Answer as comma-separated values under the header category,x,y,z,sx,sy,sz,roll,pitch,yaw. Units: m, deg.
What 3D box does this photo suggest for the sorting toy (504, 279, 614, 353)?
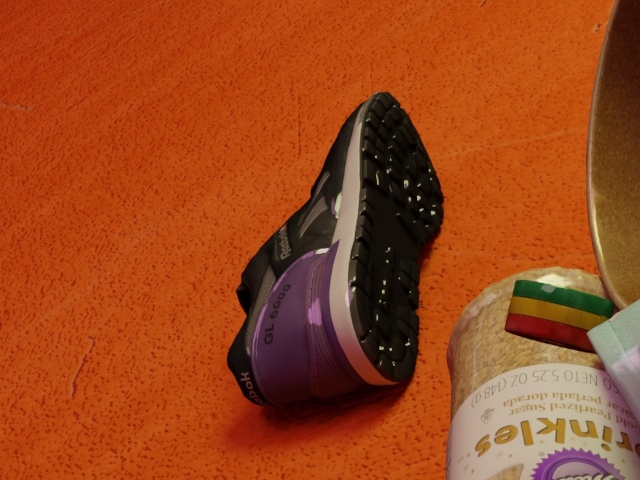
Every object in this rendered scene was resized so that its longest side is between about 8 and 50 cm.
category,x,y,z,sx,sy,sz,roll,pitch,yaw
sorting toy,0.211,0.076,0.896,0.275,0.046,0.132,14,-5,-3

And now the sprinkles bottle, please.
category,x,y,z,sx,sy,sz,roll,pitch,yaw
sprinkles bottle,0.116,0.157,0.910,0.121,0.121,0.355,-18,30,16

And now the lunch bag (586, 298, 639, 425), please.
category,x,y,z,sx,sy,sz,roll,pitch,yaw
lunch bag,0.255,0.075,0.752,0.223,0.262,0.160,-32,20,9

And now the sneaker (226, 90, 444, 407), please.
category,x,y,z,sx,sy,sz,roll,pitch,yaw
sneaker,0.000,0.000,1.284,0.124,0.107,0.283,-20,29,24

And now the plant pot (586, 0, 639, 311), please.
category,x,y,z,sx,sy,sz,roll,pitch,yaw
plant pot,0.300,-0.055,0.975,0.254,0.237,0.237,9,27,-13
